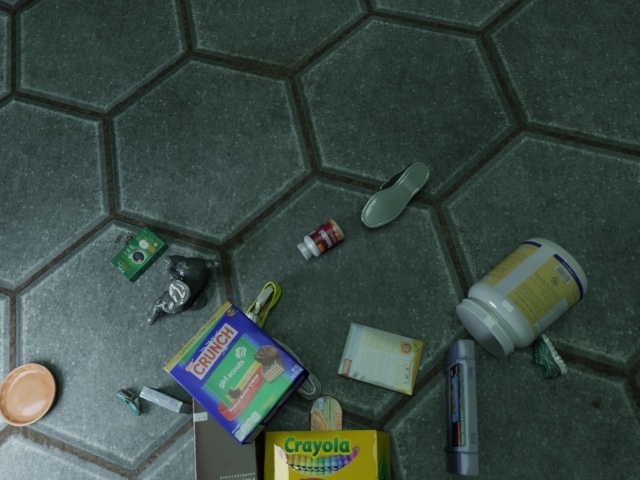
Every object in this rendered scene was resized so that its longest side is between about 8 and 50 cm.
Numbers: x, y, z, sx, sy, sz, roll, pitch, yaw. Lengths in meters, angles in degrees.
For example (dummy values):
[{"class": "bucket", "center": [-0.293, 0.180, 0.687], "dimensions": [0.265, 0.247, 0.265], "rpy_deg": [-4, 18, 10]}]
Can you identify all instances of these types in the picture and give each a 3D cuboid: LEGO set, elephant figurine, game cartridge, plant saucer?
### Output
[{"class": "LEGO set", "center": [-0.708, -0.003, 1.952], "dimensions": [0.083, 0.023, 0.054], "rpy_deg": [12, 68, 25]}, {"class": "elephant figurine", "center": [-0.466, 0.176, 1.799], "dimensions": [0.169, 0.186, 0.239], "rpy_deg": [13, 77, -35]}, {"class": "game cartridge", "center": [0.396, 0.477, 1.526], "dimensions": [0.068, 0.230, 0.355], "rpy_deg": [1, 68, 7]}, {"class": "plant saucer", "center": [-0.965, 0.510, 1.766], "dimensions": [0.200, 0.037, 0.200], "rpy_deg": [-2, 69, 6]}]

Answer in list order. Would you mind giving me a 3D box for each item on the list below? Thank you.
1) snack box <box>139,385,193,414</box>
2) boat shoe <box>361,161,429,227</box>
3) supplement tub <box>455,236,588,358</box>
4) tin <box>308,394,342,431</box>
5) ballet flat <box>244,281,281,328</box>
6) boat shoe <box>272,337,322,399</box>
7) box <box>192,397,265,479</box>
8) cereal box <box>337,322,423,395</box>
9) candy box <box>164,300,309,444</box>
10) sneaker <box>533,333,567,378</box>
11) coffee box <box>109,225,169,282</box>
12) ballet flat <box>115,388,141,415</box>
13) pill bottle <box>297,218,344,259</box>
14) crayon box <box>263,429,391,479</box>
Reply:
[{"class": "snack box", "center": [-0.483, 0.503, 1.681], "dimensions": [0.141, 0.100, 0.037], "rpy_deg": [18, 72, 13]}, {"class": "boat shoe", "center": [0.256, -0.154, 1.869], "dimensions": [0.302, 0.091, 0.114], "rpy_deg": [-38, 97, -11]}, {"class": "supplement tub", "center": [0.603, 0.174, 1.617], "dimensions": [0.331, 0.241, 0.241], "rpy_deg": [-38, 69, -9]}, {"class": "tin", "center": [0.017, 0.573, 1.635], "dimensions": [0.106, 0.040, 0.190], "rpy_deg": [-2, 69, 10]}, {"class": "ballet flat", "center": [-0.208, 0.234, 1.770], "dimensions": [0.077, 0.077, 0.231], "rpy_deg": [27, 74, 15]}, {"class": "boat shoe", "center": [-0.110, 0.390, 1.687], "dimensions": [0.277, 0.096, 0.098], "rpy_deg": [35, 76, 18]}, {"class": "box", "center": [-0.279, 0.558, 1.619], "dimensions": [0.191, 0.143, 0.381], "rpy_deg": [-9, 70, 2]}, {"class": "cereal box", "center": [0.190, 0.374, 1.687], "dimensions": [0.240, 0.047, 0.173], "rpy_deg": [14, 71, 12]}, {"class": "candy box", "center": [-0.238, 0.377, 1.548], "dimensions": [0.317, 0.122, 0.268], "rpy_deg": [38, 77, 19]}, {"class": "sneaker", "center": [0.680, 0.348, 1.638], "dimensions": [0.076, 0.065, 0.166], "rpy_deg": [-29, 66, 0]}, {"class": "coffee box", "center": [-0.648, 0.049, 1.910], "dimensions": [0.113, 0.040, 0.184], "rpy_deg": [37, 76, 18]}, {"class": "ballet flat", "center": [-0.611, 0.518, 1.725], "dimensions": [0.114, 0.041, 0.041], "rpy_deg": [34, 76, 16]}, {"class": "pill bottle", "center": [0.000, 0.000, 1.835], "dimensions": [0.152, 0.086, 0.086], "rpy_deg": [-35, 69, -7]}, {"class": "crayon box", "center": [0.013, 0.694, 1.481], "dimensions": [0.363, 0.106, 0.313], "rpy_deg": [-11, 66, 27]}]
